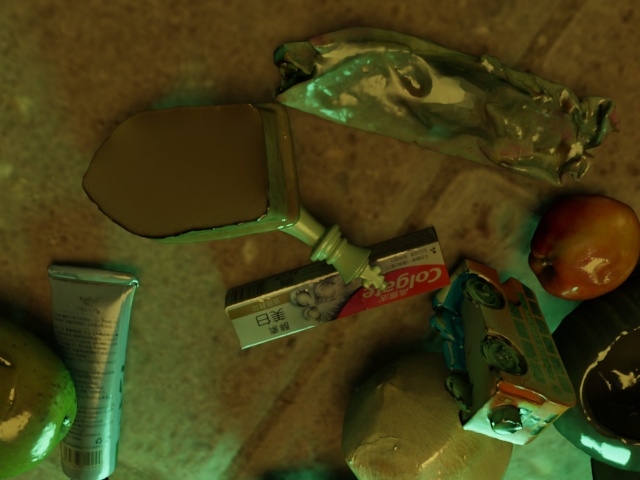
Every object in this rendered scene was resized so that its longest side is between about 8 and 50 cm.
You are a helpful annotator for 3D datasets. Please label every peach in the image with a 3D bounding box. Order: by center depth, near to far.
[{"bbox_3d":[0.254,0.006,0.679,0.100,0.101,0.101,-2,113,-5],"label":"peach"}]

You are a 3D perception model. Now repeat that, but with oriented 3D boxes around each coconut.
[{"bbox_3d":[0.098,0.192,0.711,0.161,0.161,0.162,-34,110,9],"label":"coconut"}]

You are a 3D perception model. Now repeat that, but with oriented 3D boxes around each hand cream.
[{"bbox_3d":[-0.230,0.145,0.716,0.088,0.055,0.256,8,111,3],"label":"hand cream"}]

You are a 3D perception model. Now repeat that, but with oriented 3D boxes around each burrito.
[{"bbox_3d":[0.109,-0.124,0.624,0.309,0.066,0.096,13,114,-8],"label":"burrito"}]

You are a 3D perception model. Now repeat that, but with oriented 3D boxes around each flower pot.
[{"bbox_3d":[0.336,0.125,0.689,0.243,0.157,0.189,-14,79,8],"label":"flower pot"}]

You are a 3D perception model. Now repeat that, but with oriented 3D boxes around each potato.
[{"bbox_3d":[-0.351,0.140,0.648,0.248,0.143,0.169,9,120,-3],"label":"potato"}]

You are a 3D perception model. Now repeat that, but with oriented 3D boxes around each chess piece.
[{"bbox_3d":[0.000,0.000,0.650,0.149,0.059,0.059,38,106,-1],"label":"chess piece"}]

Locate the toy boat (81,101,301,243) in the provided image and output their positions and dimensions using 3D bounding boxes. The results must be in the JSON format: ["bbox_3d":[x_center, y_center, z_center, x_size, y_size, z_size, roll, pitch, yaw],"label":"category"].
[{"bbox_3d":[-0.117,-0.055,0.604,0.188,0.061,0.116,-7,90,15],"label":"toy boat"}]

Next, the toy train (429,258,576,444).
[{"bbox_3d":[0.165,0.105,0.665,0.099,0.188,0.072,23,124,-21],"label":"toy train"}]

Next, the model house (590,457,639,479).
[{"bbox_3d":[0.473,0.321,0.739,0.297,0.317,0.282,-33,109,22],"label":"model house"}]

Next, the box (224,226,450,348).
[{"bbox_3d":[0.016,0.047,0.703,0.218,0.039,0.055,-16,113,2],"label":"box"}]
